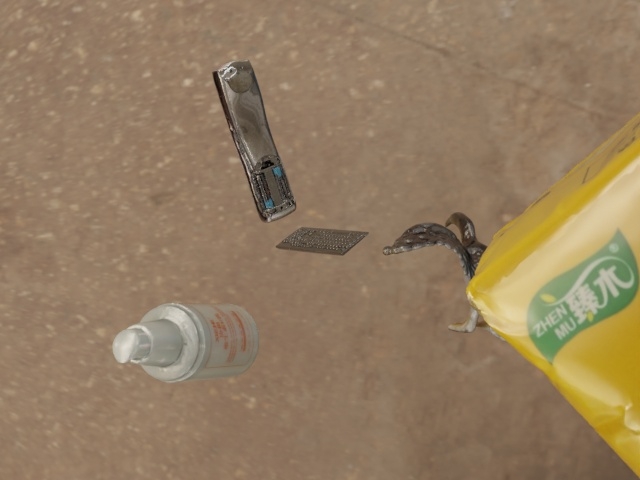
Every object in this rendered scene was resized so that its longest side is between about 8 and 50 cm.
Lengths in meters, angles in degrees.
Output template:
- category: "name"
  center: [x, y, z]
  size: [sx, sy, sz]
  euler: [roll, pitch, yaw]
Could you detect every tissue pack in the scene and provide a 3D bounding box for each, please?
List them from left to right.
- category: "tissue pack"
  center: [0.342, -0.001, 0.890]
  size: [0.293, 0.228, 0.382]
  euler: [46, 112, -2]

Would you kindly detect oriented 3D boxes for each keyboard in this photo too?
- category: "keyboard"
  center: [0.000, 0.000, 2.005]
  size: [0.067, 0.202, 0.011]
  euler: [-39, 112, -25]

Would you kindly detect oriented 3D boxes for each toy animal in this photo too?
- category: "toy animal"
  center: [0.176, 0.030, 1.415]
  size: [0.272, 0.197, 0.160]
  euler: [-2, 94, -19]

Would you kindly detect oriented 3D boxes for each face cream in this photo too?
- category: "face cream"
  center: [-0.175, 0.127, 1.512]
  size: [0.251, 0.101, 0.101]
  euler: [9, 85, -65]

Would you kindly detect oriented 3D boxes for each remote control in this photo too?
- category: "remote control"
  center: [-0.084, -0.127, 1.557]
  size: [0.059, 0.028, 0.212]
  euler: [-25, 104, -29]
